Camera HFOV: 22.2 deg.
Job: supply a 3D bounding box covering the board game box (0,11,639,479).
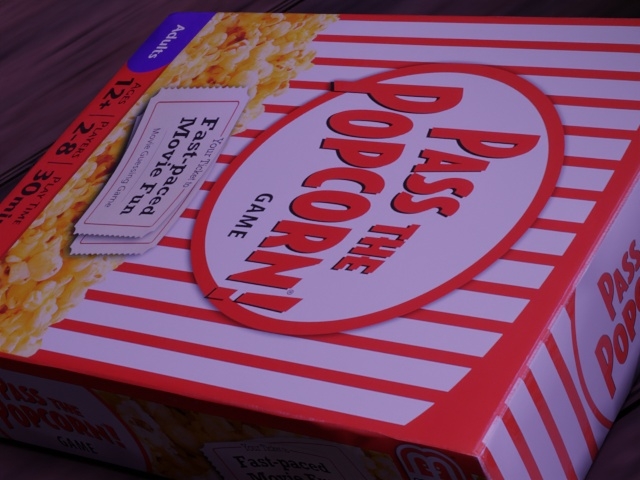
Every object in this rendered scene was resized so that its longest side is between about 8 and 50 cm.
[{"bbox_3d":[0.000,0.000,0.439,0.193,0.045,0.146,7,48,37],"label":"board game box"}]
